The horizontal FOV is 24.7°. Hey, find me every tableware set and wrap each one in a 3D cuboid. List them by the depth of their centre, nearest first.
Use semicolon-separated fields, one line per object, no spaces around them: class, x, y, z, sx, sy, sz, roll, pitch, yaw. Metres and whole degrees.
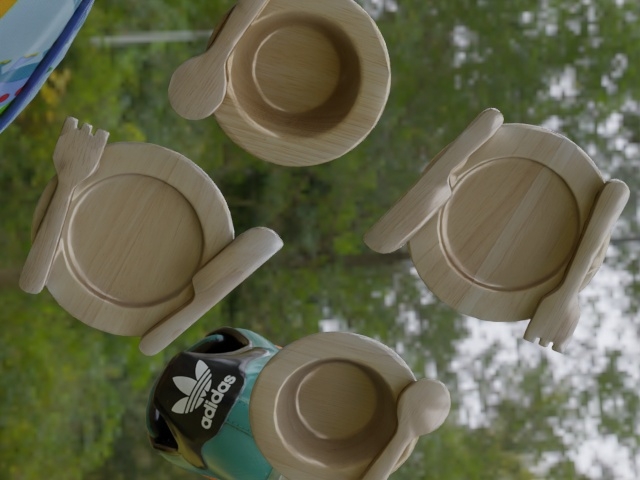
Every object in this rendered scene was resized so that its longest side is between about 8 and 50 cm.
tableware set;0.000;0.000;0.450;0.141;0.169;0.020;-52;-169;14

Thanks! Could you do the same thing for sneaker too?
sneaker;-0.045;0.109;0.943;0.108;0.121;0.302;-62;179;-10

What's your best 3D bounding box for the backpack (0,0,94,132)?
backpack;-0.163;-0.172;0.442;0.355;0.290;0.273;-27;-114;57
